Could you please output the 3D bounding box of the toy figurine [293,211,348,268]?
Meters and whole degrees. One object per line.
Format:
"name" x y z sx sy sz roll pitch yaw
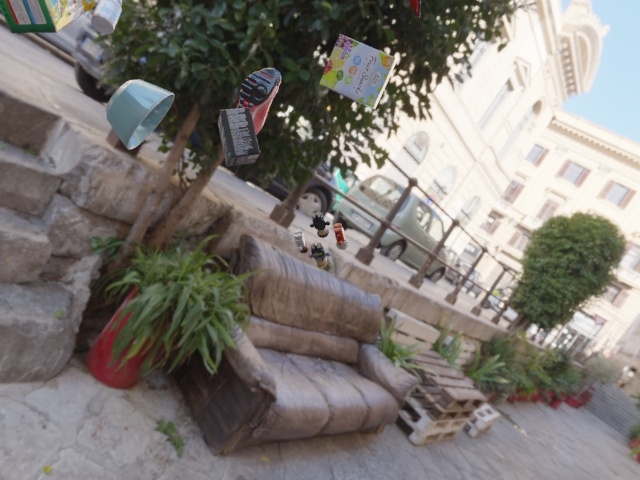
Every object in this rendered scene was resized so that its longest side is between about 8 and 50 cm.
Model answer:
"toy figurine" 0.000 0.000 2.002 0.213 0.209 0.148 31 -26 35

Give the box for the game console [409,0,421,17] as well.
"game console" 0.277 -0.709 1.184 0.085 0.124 0.144 21 46 -48

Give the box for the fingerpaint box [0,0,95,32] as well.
"fingerpaint box" -0.949 -0.961 1.427 0.163 0.444 0.371 -2 41 -1

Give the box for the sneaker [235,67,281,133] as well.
"sneaker" -0.244 -0.490 1.623 0.116 0.313 0.136 38 12 12

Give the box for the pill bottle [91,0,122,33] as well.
"pill bottle" -0.859 -0.923 1.774 0.087 0.160 0.087 5 -25 2

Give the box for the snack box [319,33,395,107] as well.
"snack box" 0.127 -0.571 1.491 0.207 0.174 0.070 25 15 6

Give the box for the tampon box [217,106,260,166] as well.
"tampon box" -0.277 -0.347 1.478 0.102 0.161 0.120 -11 -2 -19

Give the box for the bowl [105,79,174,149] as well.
"bowl" -0.786 -0.558 1.868 0.163 0.311 0.311 39 3 -15
